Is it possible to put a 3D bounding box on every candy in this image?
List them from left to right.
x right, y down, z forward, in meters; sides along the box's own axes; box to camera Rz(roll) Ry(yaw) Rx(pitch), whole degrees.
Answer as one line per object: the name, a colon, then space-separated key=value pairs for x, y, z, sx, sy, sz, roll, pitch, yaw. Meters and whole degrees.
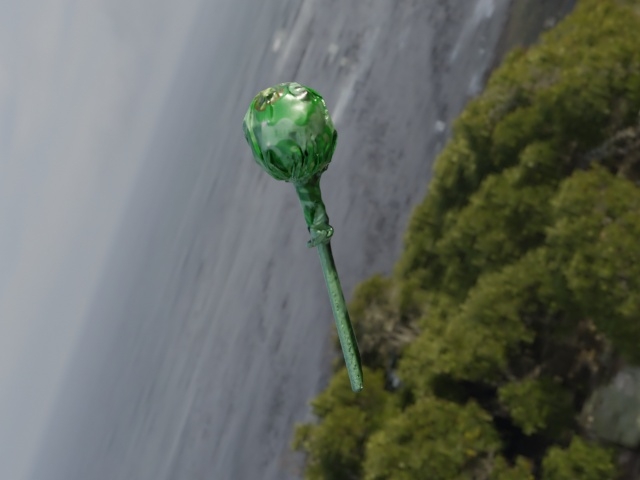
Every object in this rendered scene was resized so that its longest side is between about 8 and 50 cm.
candy: x=0.001 y=0.000 z=1.297 sx=0.097 sy=0.097 sz=0.324 roll=-137 pitch=31 yaw=-80
